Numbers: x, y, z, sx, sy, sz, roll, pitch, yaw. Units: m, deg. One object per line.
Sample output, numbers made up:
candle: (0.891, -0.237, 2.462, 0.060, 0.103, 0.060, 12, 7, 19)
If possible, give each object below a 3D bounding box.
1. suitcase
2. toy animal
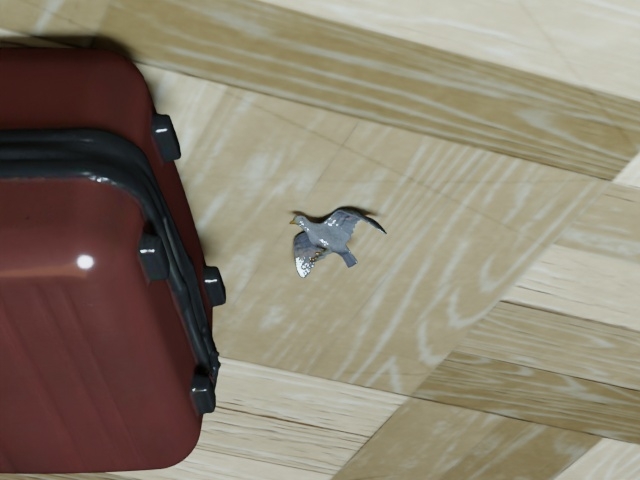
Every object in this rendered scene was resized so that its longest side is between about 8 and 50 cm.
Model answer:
suitcase: (-0.190, 0.020, 1.127, 0.236, 0.161, 0.297, -1, 150, 7)
toy animal: (0.000, 0.001, 1.202, 0.050, 0.028, 0.084, 18, 146, -38)
